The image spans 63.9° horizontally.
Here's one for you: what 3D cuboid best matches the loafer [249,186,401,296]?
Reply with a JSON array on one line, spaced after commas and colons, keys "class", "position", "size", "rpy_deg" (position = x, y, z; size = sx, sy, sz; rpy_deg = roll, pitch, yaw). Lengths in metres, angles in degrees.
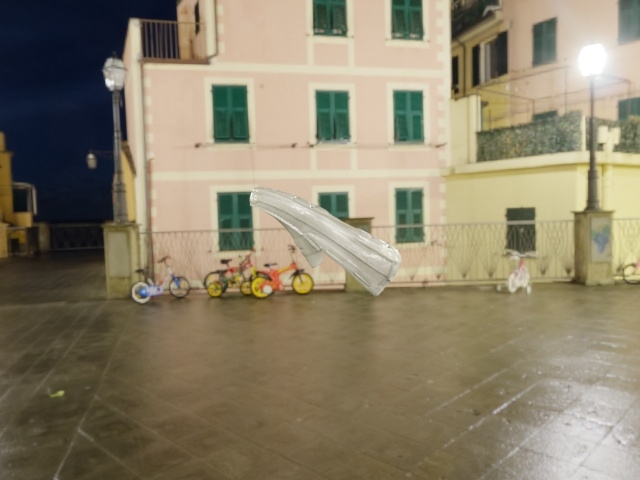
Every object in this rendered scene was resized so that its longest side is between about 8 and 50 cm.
[{"class": "loafer", "position": [0.000, 0.000, 0.986], "size": [0.319, 0.111, 0.112], "rpy_deg": [29, 5, -1]}]
